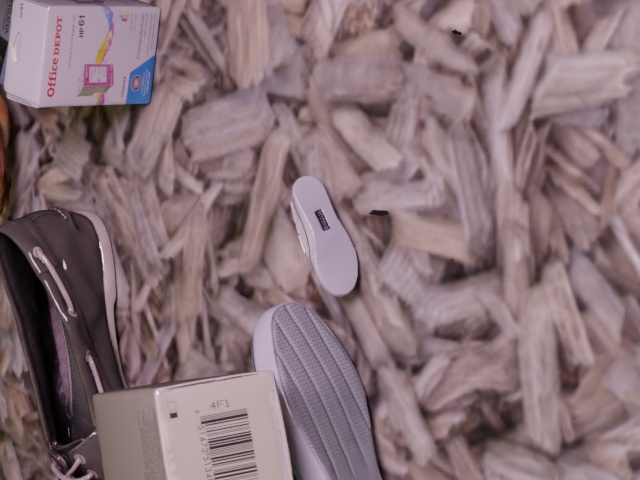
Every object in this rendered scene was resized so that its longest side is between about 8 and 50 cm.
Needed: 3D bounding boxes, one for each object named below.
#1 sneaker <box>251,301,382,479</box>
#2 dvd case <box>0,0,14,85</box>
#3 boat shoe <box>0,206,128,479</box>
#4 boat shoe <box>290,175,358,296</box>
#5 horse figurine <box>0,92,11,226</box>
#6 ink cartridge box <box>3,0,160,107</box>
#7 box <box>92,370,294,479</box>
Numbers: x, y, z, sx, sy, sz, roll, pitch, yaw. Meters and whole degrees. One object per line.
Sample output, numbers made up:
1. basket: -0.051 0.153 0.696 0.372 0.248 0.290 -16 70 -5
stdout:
1. sneaker: -0.009 0.178 1.351 0.091 0.094 0.258 -28 75 40
2. dvd case: -0.324 -0.257 1.688 0.253 0.022 0.180 30 115 41
3. boat shoe: -0.226 0.136 1.575 0.112 0.095 0.335 -19 81 46
4. boat shoe: 0.000 0.000 1.370 0.100 0.035 0.035 66 162 12
5. horse figurine: -0.359 -0.119 1.699 0.263 0.066 0.174 42 136 38
6. ink cartridge box: -0.203 -0.161 1.496 0.052 0.122 0.088 23 111 43
7. box: -0.105 0.164 1.375 0.275 0.094 0.113 165 96 -73
